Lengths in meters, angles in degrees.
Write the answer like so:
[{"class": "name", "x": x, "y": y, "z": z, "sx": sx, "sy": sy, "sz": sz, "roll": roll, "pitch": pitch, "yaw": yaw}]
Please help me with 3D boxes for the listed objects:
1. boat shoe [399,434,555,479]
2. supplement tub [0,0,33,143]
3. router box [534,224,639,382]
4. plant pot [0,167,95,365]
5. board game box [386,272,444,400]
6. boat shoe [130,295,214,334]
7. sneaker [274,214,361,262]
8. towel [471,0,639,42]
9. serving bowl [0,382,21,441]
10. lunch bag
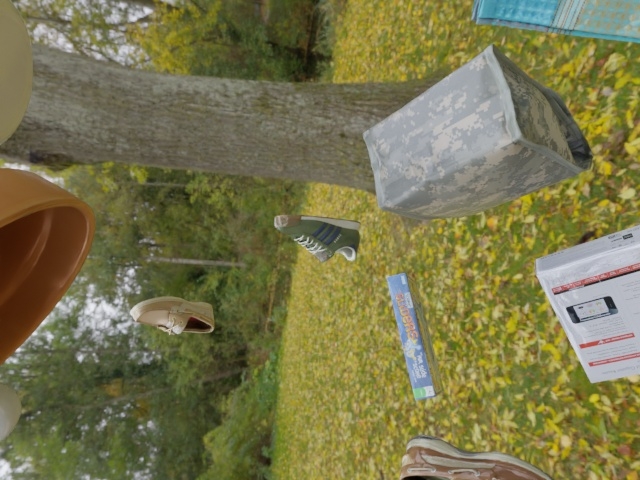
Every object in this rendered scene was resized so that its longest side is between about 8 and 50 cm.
[{"class": "boat shoe", "x": 0.314, "y": 0.509, "z": 0.936, "sx": 0.120, "sy": 0.324, "sz": 0.122, "roll": -40, "pitch": -62, "yaw": -45}, {"class": "supplement tub", "x": -0.509, "y": -0.223, "z": 0.518, "sx": 0.191, "sy": 0.273, "sz": 0.191, "roll": -168, "pitch": 90, "yaw": -79}, {"class": "router box", "x": 0.681, "y": 0.125, "z": 0.956, "sx": 0.301, "sy": 0.336, "sz": 0.082, "roll": 60, "pitch": -149, "yaw": -11}, {"class": "plant pot", "x": -0.404, "y": 0.018, "z": 0.437, "sx": 0.290, "sy": 0.204, "sz": 0.291, "roll": -53, "pitch": 3, "yaw": 4}, {"class": "board game box", "x": 0.167, "y": 0.166, "z": 0.791, "sx": 0.136, "sy": 0.035, "sz": 0.201, "roll": 32, "pitch": -136, "yaw": -66}, {"class": "boat shoe", "x": -0.266, "y": 0.145, "z": 0.847, "sx": 0.063, "sy": 0.170, "sz": 0.059, "roll": -44, "pitch": 57, "yaw": 26}, {"class": "sneaker", "x": 0.000, "y": 0.000, "z": 0.886, "sx": 0.064, "sy": 0.192, "sz": 0.086, "roll": -10, "pitch": 78, "yaw": 56}, {"class": "towel", "x": 0.441, "y": -0.435, "z": 0.663, "sx": 0.040, "sy": 0.371, "sz": 0.271, "roll": -66, "pitch": -15, "yaw": -45}, {"class": "serving bowl", "x": -0.327, "y": 0.168, "z": 0.420, "sx": 0.027, "sy": 0.083, "sz": 0.083, "roll": -133, "pitch": 47, "yaw": -56}, {"class": "lunch bag", "x": 0.256, "y": -0.135, "z": 0.719, "sx": 0.235, "sy": 0.287, "sz": 0.168, "roll": -27, "pitch": 63, "yaw": 42}]
